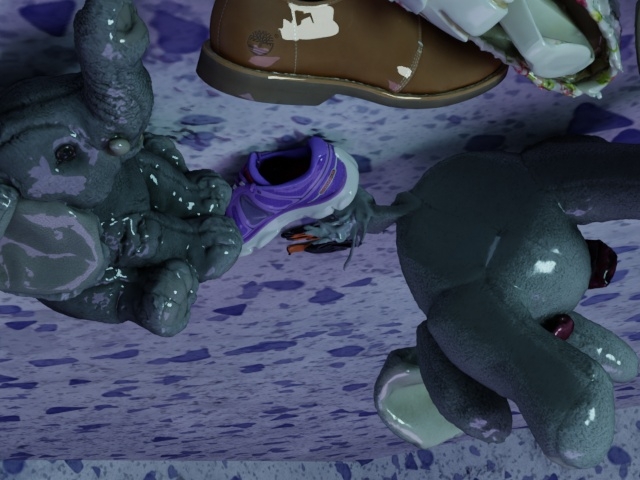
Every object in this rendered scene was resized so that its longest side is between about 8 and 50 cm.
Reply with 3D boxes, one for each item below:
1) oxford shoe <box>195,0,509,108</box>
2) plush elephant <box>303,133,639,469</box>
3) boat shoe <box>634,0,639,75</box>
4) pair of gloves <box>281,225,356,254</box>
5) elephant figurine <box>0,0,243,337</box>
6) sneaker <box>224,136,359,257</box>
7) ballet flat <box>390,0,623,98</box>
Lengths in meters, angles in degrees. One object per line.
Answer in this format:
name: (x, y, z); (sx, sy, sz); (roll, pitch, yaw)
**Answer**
oxford shoe: (0.035, -0.122, 0.568); (0.212, 0.076, 0.076); (-6, 124, -36)
plush elephant: (0.166, 0.055, 0.845); (0.330, 0.272, 0.255); (15, 160, 32)
boat shoe: (0.295, -0.057, 0.592); (0.122, 0.120, 0.324); (-38, 127, 3)
pair of gloves: (0.000, 0.000, 0.998); (0.074, 0.010, 0.083); (-8, 162, 3)
elephant figurine: (-0.167, -0.045, 0.635); (0.169, 0.186, 0.239); (32, 171, 33)
sneaker: (-0.053, -0.042, 0.803); (0.170, 0.068, 0.071); (-25, 140, 25)
ballet flat: (0.094, -0.135, 0.522); (0.241, 0.077, 0.091); (11, 144, -43)
